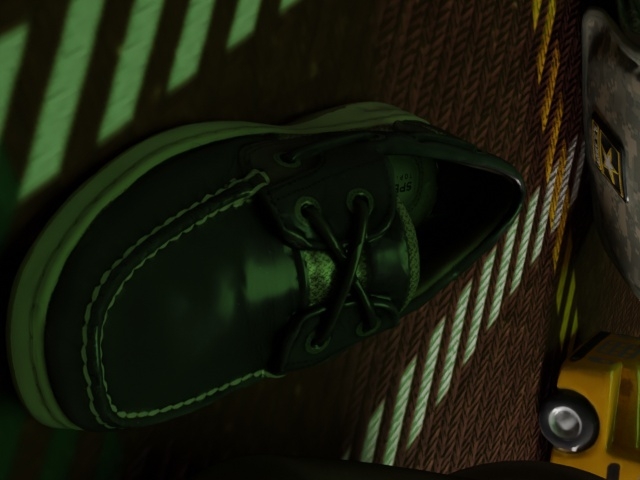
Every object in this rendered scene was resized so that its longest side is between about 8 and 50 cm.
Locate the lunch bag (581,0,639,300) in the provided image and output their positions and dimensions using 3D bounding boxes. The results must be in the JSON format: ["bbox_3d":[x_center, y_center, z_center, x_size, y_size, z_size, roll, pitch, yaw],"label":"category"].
[{"bbox_3d":[0.298,-0.102,0.814,0.287,0.169,0.235,-53,139,-44],"label":"lunch bag"}]

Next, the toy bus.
[{"bbox_3d":[0.257,0.253,0.877,0.108,0.130,0.332,-18,113,-55],"label":"toy bus"}]

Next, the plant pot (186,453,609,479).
[{"bbox_3d":[0.032,0.192,0.427,0.229,0.263,0.263,35,67,-36],"label":"plant pot"}]

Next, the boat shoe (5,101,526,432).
[{"bbox_3d":[0.000,0.000,0.431,0.285,0.092,0.102,-24,118,-54],"label":"boat shoe"}]
